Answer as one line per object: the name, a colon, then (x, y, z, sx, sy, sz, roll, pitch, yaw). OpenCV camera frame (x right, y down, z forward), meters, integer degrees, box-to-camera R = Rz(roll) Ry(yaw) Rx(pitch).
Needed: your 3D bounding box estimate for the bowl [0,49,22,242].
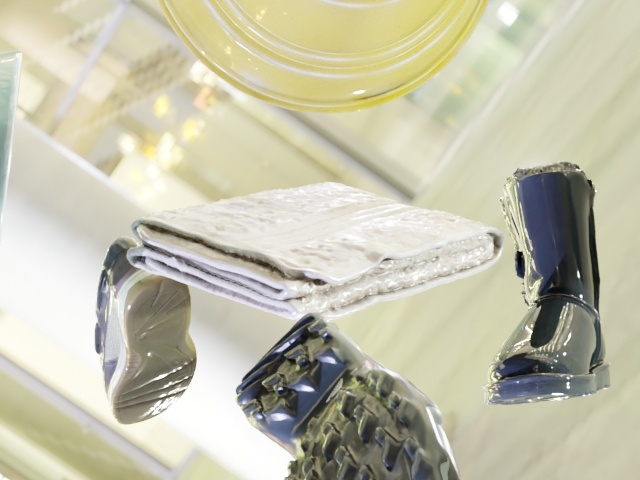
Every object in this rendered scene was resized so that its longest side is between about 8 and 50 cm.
bowl: (-0.318, 0.002, 1.204, 0.311, 0.163, 0.311, -172, 90, -79)

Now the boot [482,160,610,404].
boot: (0.193, 0.036, 1.423, 0.094, 0.207, 0.246, -8, -4, 21)

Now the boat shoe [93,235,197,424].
boat shoe: (-0.154, 0.077, 1.384, 0.080, 0.073, 0.223, -21, -30, -20)

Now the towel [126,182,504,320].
towel: (0.000, 0.000, 1.298, 0.282, 0.187, 0.049, -15, -63, -53)

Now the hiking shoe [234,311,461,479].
hiking shoe: (0.046, 0.140, 0.962, 0.113, 0.132, 0.304, -48, 21, 8)

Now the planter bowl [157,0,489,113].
planter bowl: (0.012, -0.182, 0.906, 0.217, 0.217, 0.090, -56, 10, -7)
